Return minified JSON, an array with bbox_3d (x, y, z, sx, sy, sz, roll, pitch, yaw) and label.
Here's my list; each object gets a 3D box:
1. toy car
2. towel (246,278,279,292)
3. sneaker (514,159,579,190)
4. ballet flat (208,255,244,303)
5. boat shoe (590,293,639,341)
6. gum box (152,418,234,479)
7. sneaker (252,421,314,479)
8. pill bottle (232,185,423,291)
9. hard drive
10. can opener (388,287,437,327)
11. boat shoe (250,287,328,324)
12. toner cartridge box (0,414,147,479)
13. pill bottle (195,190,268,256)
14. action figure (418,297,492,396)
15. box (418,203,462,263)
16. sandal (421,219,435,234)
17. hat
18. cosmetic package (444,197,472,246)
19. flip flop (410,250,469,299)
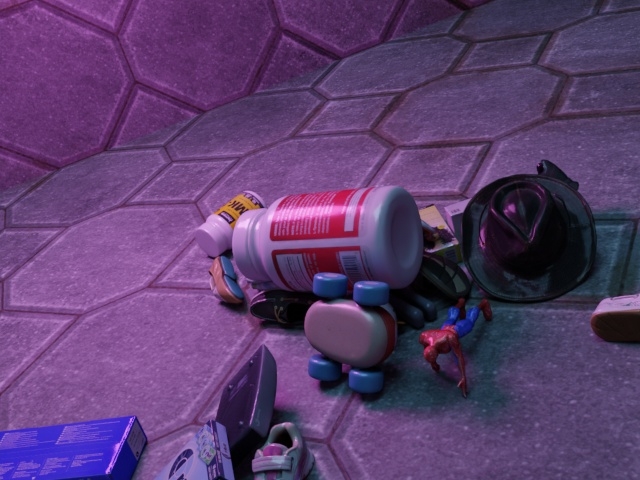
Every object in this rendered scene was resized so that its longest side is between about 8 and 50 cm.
[{"bbox_3d":[0.109,0.181,1.714,0.210,0.219,0.238,9,10,39],"label":"toy car"},{"bbox_3d":[0.000,0.000,2.151,0.374,0.090,0.320,-11,30,12],"label":"towel"},{"bbox_3d":[0.481,-0.081,1.927,0.286,0.130,0.109,-40,-6,-15],"label":"sneaker"},{"bbox_3d":[-0.253,0.121,2.120,0.073,0.080,0.232,-45,25,8],"label":"ballet flat"},{"bbox_3d":[0.663,0.134,1.530,0.277,0.098,0.096,-1,34,31],"label":"boat shoe"},{"bbox_3d":[-0.237,0.443,1.465,0.184,0.041,0.157,-48,26,11],"label":"gum box"},{"bbox_3d":[-0.080,0.424,1.425,0.103,0.111,0.252,-11,29,11],"label":"sneaker"},{"bbox_3d":[0.010,0.002,1.842,0.407,0.229,0.229,-3,32,31],"label":"pill bottle"},{"bbox_3d":[-0.151,0.338,1.596,0.172,0.054,0.255,-50,16,23],"label":"hard drive"},{"bbox_3d":[0.157,0.115,1.868,0.074,0.093,0.280,-29,35,-21],"label":"can opener"},{"bbox_3d":[-0.069,0.161,1.914,0.227,0.081,0.069,-5,27,18],"label":"boat shoe"},{"bbox_3d":[-0.549,0.462,1.663,0.347,0.075,0.165,-9,29,15],"label":"toner cartridge box"},{"bbox_3d":[-0.259,-0.047,2.349,0.119,0.119,0.208,11,40,42],"label":"pill bottle"},{"bbox_3d":[0.274,0.218,1.631,0.091,0.139,0.280,-3,9,30],"label":"action figure"},{"bbox_3d":[0.285,-0.012,2.041,0.087,0.058,0.232,-19,28,-1],"label":"box"},{"bbox_3d":[0.177,-0.039,2.019,0.265,0.102,0.076,22,82,48],"label":"sandal"},{"bbox_3d":[0.456,-0.035,1.776,0.331,0.134,0.331,-6,62,12],"label":"hat"},{"bbox_3d":[0.439,-0.071,2.019,0.239,0.099,0.060,-18,26,-2],"label":"cosmetic package"},{"bbox_3d":[0.231,0.074,1.889,0.277,0.080,0.112,26,27,35],"label":"flip flop"}]
